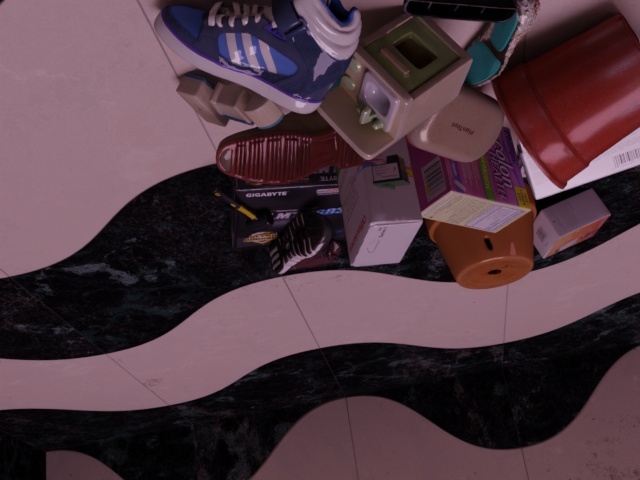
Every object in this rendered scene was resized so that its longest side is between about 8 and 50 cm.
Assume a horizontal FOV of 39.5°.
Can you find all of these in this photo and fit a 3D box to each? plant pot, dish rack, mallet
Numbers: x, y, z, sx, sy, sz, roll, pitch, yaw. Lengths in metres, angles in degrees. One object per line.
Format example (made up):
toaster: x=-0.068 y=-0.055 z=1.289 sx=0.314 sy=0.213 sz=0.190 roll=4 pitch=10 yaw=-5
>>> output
plant pot: x=0.517 y=-0.282 z=1.727 sx=0.265 sy=0.272 sz=0.272 roll=-32 pitch=147 yaw=24
plant pot: x=0.426 y=-0.004 z=2.297 sx=0.291 sy=0.203 sz=0.291 roll=-6 pitch=154 yaw=-3
dish rack: x=0.263 y=-0.474 z=1.444 sx=0.208 sy=0.074 sz=0.271 roll=-1 pitch=153 yaw=-17
mallet: x=-0.189 y=-0.070 z=2.019 sx=0.062 sy=0.039 sz=0.189 roll=-24 pitch=143 yaw=34

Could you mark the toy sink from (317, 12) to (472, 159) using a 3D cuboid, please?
toy sink: x=0.128 y=-0.283 z=1.582 sx=0.234 sy=0.153 sz=0.131 roll=-36 pitch=163 yaw=-21

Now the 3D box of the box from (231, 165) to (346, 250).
box: x=-0.065 y=-0.081 z=2.139 sx=0.295 sy=0.073 sz=0.293 roll=-4 pitch=155 yaw=-10

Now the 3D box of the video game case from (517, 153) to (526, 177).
video game case: x=0.586 y=-0.228 z=2.074 sx=0.232 sy=0.042 sz=0.210 roll=-7 pitch=153 yaw=-4

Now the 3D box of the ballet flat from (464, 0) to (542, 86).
ballet flat: x=0.343 y=-0.373 z=1.671 sx=0.077 sy=0.091 sz=0.241 roll=-26 pitch=167 yaw=-27

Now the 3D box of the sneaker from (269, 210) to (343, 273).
sneaker: x=0.000 y=0.000 z=2.152 sx=0.162 sy=0.106 sz=0.281 roll=-3 pitch=164 yaw=-29

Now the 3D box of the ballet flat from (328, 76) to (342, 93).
ballet flat: x=0.075 y=-0.290 z=1.757 sx=0.232 sy=0.080 sz=0.073 roll=6 pitch=164 yaw=-25

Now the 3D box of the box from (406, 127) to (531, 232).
box: x=0.316 y=-0.151 z=1.950 sx=0.243 sy=0.214 sz=0.117 roll=11 pitch=148 yaw=-34

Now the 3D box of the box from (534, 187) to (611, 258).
box: x=0.655 y=-0.045 z=2.356 sx=0.170 sy=0.091 sz=0.130 roll=-22 pitch=158 yaw=-17

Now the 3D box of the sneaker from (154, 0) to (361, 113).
sneaker: x=-0.090 y=-0.373 z=1.467 sx=0.322 sy=0.130 sz=0.236 roll=27 pitch=126 yaw=-7

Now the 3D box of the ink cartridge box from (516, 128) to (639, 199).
ink cartridge box: x=0.566 y=-0.242 z=1.948 sx=0.275 sy=0.060 sz=0.239 roll=-19 pitch=114 yaw=11

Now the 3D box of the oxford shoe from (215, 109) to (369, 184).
oxford shoe: x=-0.048 y=-0.201 z=1.758 sx=0.348 sy=0.130 sz=0.123 roll=-8 pitch=138 yaw=-22

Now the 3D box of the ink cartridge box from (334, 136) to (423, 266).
ink cartridge box: x=0.117 y=-0.110 z=1.899 sx=0.117 sy=0.278 sz=0.201 roll=-2 pitch=154 yaw=-12

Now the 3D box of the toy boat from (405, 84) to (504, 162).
toy boat: x=0.256 y=-0.256 z=1.806 sx=0.231 sy=0.151 sz=0.151 roll=14 pitch=115 yaw=-35

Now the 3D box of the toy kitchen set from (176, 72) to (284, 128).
toy kitchen set: x=-0.132 y=-0.300 z=1.688 sx=0.207 sy=0.166 sz=0.122 roll=20 pitch=167 yaw=29
